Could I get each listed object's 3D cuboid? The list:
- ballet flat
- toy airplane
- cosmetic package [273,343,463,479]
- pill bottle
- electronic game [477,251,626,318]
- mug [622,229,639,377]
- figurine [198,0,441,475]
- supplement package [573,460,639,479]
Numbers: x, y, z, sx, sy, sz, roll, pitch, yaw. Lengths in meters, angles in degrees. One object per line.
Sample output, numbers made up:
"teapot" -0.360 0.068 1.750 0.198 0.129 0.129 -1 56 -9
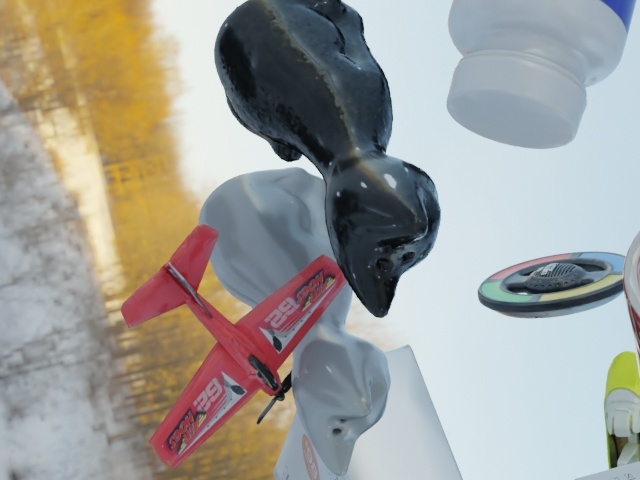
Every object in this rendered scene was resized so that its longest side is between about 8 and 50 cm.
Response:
"ballet flat" 0.409 0.265 1.610 0.077 0.077 0.230 1 -80 34
"toy airplane" -0.055 0.052 0.674 0.028 0.151 0.151 32 -40 42
"cosmetic package" 0.071 0.312 0.987 0.284 0.098 0.377 110 -37 -61
"pill bottle" 0.196 -0.222 1.045 0.152 0.152 0.272 119 -12 -76
"electronic game" 0.340 0.059 1.756 0.229 0.229 0.048 -139 -145 -74
"mug" 0.214 0.063 0.548 0.113 0.150 0.169 -65 144 -32
"figurine" 0.000 0.000 0.703 0.209 0.092 0.214 -116 -153 -44
"supplement package" 0.383 0.346 1.240 0.199 0.263 0.198 57 -35 40
